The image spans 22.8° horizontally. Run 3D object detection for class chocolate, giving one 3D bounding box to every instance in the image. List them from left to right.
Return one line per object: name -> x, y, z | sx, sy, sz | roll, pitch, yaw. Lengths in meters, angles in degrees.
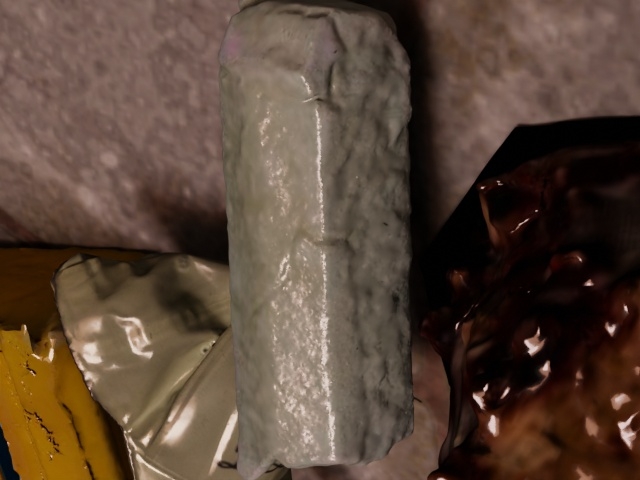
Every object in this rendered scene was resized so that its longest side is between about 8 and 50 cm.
chocolate -> 0.114, 0.083, 0.583 | 0.224, 0.177, 0.206 | 37, 132, 6

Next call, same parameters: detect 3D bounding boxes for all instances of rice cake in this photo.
rice cake -> 0.000, -0.001, 0.649 | 0.069, 0.063, 0.206 | 11, 110, 45

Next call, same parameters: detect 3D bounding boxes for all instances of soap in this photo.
soap -> -0.149, 0.156, 0.852 | 0.204, 0.096, 0.324 | 3, 119, 31

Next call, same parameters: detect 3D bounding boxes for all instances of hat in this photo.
hat -> -0.048, 0.079, 0.720 | 0.081, 0.122, 0.166 | -9, 91, 45
